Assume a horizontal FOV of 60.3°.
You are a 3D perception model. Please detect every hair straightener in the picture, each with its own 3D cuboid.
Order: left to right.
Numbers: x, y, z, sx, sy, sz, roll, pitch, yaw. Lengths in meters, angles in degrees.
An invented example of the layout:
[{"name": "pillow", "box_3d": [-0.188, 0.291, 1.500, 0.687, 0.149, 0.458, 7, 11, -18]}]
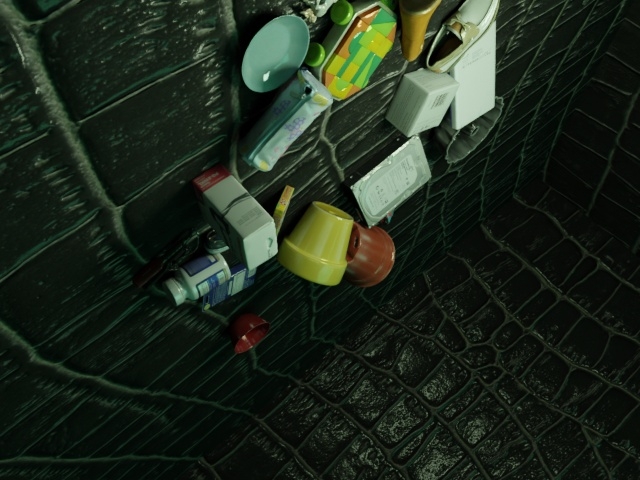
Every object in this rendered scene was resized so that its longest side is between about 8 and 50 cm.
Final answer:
[{"name": "hair straightener", "box_3d": [-0.433, 0.054, 1.584, 0.230, 0.047, 0.089, -47, 158, -3]}]

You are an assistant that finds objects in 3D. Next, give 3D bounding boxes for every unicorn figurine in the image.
[{"name": "unicorn figurine", "box_3d": [0.024, -0.561, 1.254, 0.161, 0.060, 0.111, -31, 161, 13]}]

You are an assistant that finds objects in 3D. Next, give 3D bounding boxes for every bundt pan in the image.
[{"name": "bundt pan", "box_3d": [0.586, -0.480, 2.249, 0.330, 0.124, 0.331, -36, 156, -19]}]

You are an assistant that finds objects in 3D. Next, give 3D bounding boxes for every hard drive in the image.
[{"name": "hard drive", "box_3d": [0.263, -0.232, 2.105, 0.339, 0.064, 0.237, -39, 134, -12]}, {"name": "hard drive", "box_3d": [0.534, -0.579, 1.937, 0.210, 0.040, 0.319, -33, 133, -23]}]

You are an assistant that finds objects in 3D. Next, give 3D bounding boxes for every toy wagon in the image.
[{"name": "toy wagon", "box_3d": [0.105, -0.527, 1.422, 0.344, 0.068, 0.267, -53, 156, 21]}]

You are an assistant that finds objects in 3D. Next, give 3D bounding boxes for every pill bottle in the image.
[{"name": "pill bottle", "box_3d": [-0.380, 0.116, 1.679, 0.186, 0.112, 0.112, -31, 155, -27]}]

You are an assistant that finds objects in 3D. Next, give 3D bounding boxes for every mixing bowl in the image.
[{"name": "mixing bowl", "box_3d": [-0.305, 0.365, 2.261, 0.181, 0.098, 0.181, -35, 156, -18]}]

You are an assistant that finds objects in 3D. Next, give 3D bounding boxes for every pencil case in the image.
[{"name": "pencil case", "box_3d": [-0.090, -0.298, 1.385, 0.273, 0.113, 0.124, -43, -160, 25]}]

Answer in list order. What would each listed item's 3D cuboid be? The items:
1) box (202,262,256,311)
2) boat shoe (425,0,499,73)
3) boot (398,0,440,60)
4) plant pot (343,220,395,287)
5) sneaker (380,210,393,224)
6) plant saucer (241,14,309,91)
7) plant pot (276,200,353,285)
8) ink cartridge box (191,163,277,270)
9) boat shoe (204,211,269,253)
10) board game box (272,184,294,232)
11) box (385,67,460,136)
[{"name": "box", "box_3d": [-0.326, 0.154, 1.936, 0.225, 0.036, 0.136, -30, 153, -34]}, {"name": "boat shoe", "box_3d": [0.439, -0.651, 1.710, 0.103, 0.113, 0.302, -23, 151, -52]}, {"name": "boot", "box_3d": [0.248, -0.558, 1.423, 0.211, 0.104, 0.295, 95, 10, -45]}, {"name": "plant pot", "box_3d": [0.127, 0.034, 2.236, 0.272, 0.272, 0.265, -48, 149, 10]}, {"name": "sneaker", "box_3d": [0.271, -0.181, 2.316, 0.125, 0.104, 0.262, -59, 164, -25]}, {"name": "plant saucer", "box_3d": [-0.110, -0.434, 1.262, 0.195, 0.037, 0.195, -36, 157, -18]}, {"name": "plant pot", "box_3d": [0.000, 0.000, 1.974, 0.254, 0.254, 0.239, 0, 118, -59]}, {"name": "ink cartridge box", "box_3d": [-0.225, -0.059, 1.463, 0.100, 0.237, 0.172, -35, 156, -19]}, {"name": "boat shoe", "box_3d": [-0.252, -0.040, 1.679, 0.228, 0.080, 0.076, -26, 154, -22]}, {"name": "board game box", "box_3d": [-0.149, -0.047, 1.809, 0.124, 0.039, 0.259, -71, -174, -47]}, {"name": "box", "box_3d": [0.342, -0.470, 1.856, 0.181, 0.119, 0.182, -26, 153, -37]}]
